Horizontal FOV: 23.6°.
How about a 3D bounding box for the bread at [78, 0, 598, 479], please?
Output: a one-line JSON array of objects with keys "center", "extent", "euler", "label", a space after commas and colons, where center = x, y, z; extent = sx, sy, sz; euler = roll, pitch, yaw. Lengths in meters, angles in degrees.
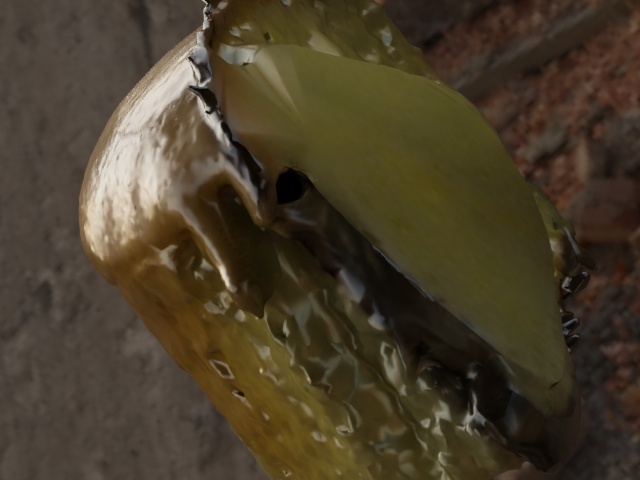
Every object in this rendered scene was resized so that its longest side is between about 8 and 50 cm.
[{"center": [0.000, 0.000, 0.606], "extent": [0.162, 0.204, 0.262], "euler": [-37, 1, 17], "label": "bread"}]
